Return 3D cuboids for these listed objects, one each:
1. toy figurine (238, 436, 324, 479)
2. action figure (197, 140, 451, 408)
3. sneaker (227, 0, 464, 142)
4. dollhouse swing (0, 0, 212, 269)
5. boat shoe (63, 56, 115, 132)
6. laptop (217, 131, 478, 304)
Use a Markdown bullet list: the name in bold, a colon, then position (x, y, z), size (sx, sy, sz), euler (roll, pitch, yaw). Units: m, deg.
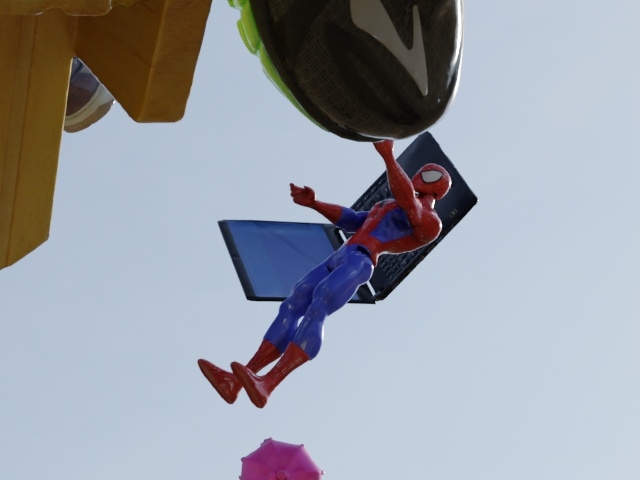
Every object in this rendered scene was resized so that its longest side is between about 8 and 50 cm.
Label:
- **toy figurine**: position (-0.044, 0.257, 1.746), size (0.130, 0.173, 0.159), euler (-1, -60, -12)
- **action figure**: position (0.000, 0.000, 1.517), size (0.091, 0.280, 0.139), euler (1, -53, 57)
- **sneaker**: position (0.071, -0.235, 1.030), size (0.202, 0.185, 0.482), euler (33, -42, 25)
- **dollhouse swing**: position (-0.282, -0.061, 1.127), size (0.347, 0.305, 0.315), euler (-1, 22, -22)
- **boat shoe**: position (-0.286, -0.242, 2.024), size (0.103, 0.285, 0.092), euler (-22, -46, 14)
- **laptop**: position (0.028, -0.034, 2.170), size (0.136, 0.234, 0.264), euler (39, -79, -26)
